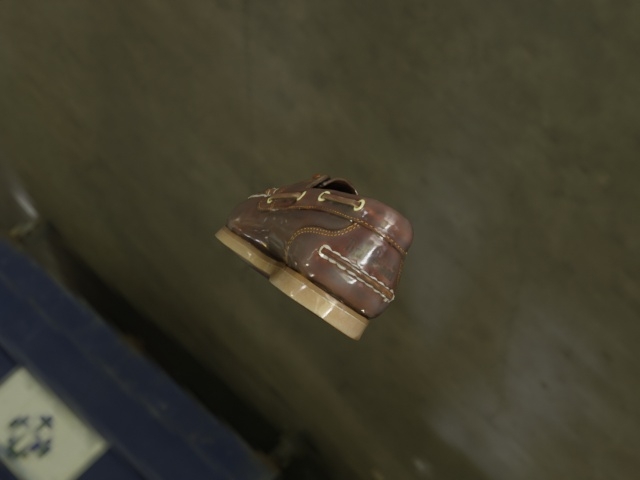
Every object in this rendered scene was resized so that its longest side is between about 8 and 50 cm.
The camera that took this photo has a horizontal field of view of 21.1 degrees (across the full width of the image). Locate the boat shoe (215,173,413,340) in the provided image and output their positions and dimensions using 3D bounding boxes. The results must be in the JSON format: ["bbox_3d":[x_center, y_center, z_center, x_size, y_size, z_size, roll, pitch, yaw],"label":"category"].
[{"bbox_3d":[0.000,0.000,0.951,0.073,0.073,0.207,31,179,-21],"label":"boat shoe"}]
